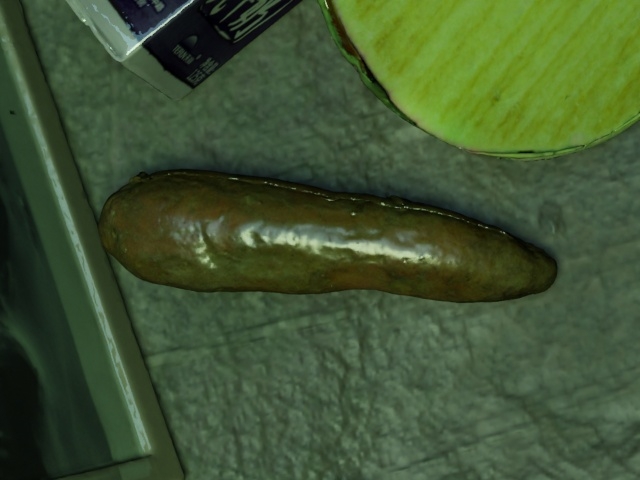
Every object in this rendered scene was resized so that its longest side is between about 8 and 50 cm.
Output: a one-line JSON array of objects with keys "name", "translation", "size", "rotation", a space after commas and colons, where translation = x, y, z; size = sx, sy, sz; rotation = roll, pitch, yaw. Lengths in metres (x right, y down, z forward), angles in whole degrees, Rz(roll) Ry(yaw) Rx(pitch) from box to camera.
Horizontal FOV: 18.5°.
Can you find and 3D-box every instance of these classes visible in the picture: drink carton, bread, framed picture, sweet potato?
[{"name": "drink carton", "translation": [-0.043, -0.194, 1.134], "size": [0.222, 0.134, 0.102], "rotation": [-39, 77, 4]}, {"name": "bread", "translation": [0.123, -0.189, 1.075], "size": [0.301, 0.045, 0.301], "rotation": [-8, 108, -26]}, {"name": "framed picture", "translation": [-0.249, -0.048, 1.071], "size": [0.028, 0.326, 0.446], "rotation": [-25, 80, 33]}, {"name": "sweet potato", "translation": [0.000, 0.000, 1.139], "size": [0.273, 0.075, 0.075], "rotation": [5, 86, 10]}]
